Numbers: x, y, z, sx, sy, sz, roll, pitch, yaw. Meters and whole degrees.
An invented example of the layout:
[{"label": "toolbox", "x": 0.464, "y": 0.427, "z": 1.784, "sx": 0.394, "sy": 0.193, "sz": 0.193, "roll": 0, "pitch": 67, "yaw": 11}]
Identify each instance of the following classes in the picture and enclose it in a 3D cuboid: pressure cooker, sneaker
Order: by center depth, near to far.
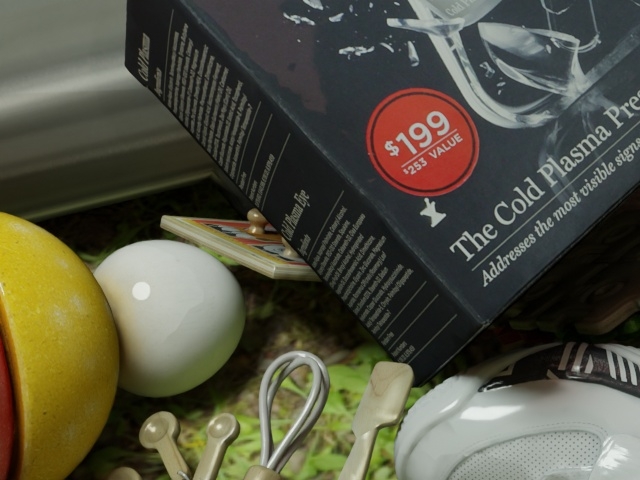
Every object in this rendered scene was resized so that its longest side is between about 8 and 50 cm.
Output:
[{"label": "sneaker", "x": 0.218, "y": 0.178, "z": 0.788, "sx": 0.365, "sy": 0.137, "sz": 0.210, "roll": 3, "pitch": 37, "yaw": 8}, {"label": "pressure cooker", "x": -0.177, "y": -0.209, "z": 1.153, "sx": 0.420, "sy": 0.370, "sz": 0.376, "roll": -15, "pitch": 42, "yaw": -5}]

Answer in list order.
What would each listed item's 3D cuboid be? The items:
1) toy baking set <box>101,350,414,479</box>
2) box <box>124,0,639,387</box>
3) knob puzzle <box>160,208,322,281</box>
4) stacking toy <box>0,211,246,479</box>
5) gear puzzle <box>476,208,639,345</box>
[{"label": "toy baking set", "x": -0.054, "y": 0.164, "z": 0.857, "sx": 0.256, "sy": 0.030, "sz": 0.197, "roll": -22, "pitch": 45, "yaw": 14}, {"label": "box", "x": 0.096, "y": -0.139, "z": 0.907, "sx": 0.343, "sy": 0.179, "sz": 0.312, "roll": -41, "pitch": 82, "yaw": -19}, {"label": "knob puzzle", "x": 0.000, "y": 0.000, "z": 1.062, "sx": 0.213, "sy": 0.030, "sz": 0.213, "roll": 10, "pitch": 8, "yaw": -1}, {"label": "stacking toy", "x": -0.254, "y": 0.091, "z": 0.903, "sx": 0.479, "sy": 0.351, "sz": 0.350, "roll": -9, "pitch": 34, "yaw": -33}, {"label": "gear puzzle", "x": 0.218, "y": 0.029, "z": 0.931, "sx": 0.175, "sy": 0.044, "sz": 0.339, "roll": -33, "pitch": 11, "yaw": -21}]
